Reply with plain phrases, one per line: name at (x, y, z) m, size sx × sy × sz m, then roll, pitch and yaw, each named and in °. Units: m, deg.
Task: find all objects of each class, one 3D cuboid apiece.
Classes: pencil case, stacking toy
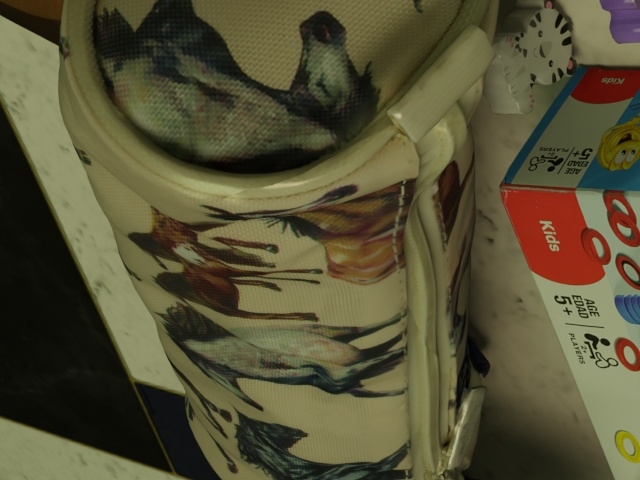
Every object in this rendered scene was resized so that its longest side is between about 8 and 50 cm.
pencil case at (0.000, 0.000, 0.737) m, size 0.183 × 0.160 × 0.410 m, roll 28°, pitch 158°, yaw 18°
stacking toy at (0.114, -0.141, 0.636) m, size 0.167 × 0.052 × 0.221 m, roll 6°, pitch 129°, yaw 45°

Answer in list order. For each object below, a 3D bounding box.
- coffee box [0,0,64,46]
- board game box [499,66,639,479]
coffee box at (-0.164, -0.216, 0.742) m, size 0.297 × 0.119 × 0.168 m, roll 29°, pitch 146°, yaw 13°
board game box at (0.265, 0.074, 0.714) m, size 0.302 × 0.086 × 0.308 m, roll 5°, pitch 134°, yaw 40°
